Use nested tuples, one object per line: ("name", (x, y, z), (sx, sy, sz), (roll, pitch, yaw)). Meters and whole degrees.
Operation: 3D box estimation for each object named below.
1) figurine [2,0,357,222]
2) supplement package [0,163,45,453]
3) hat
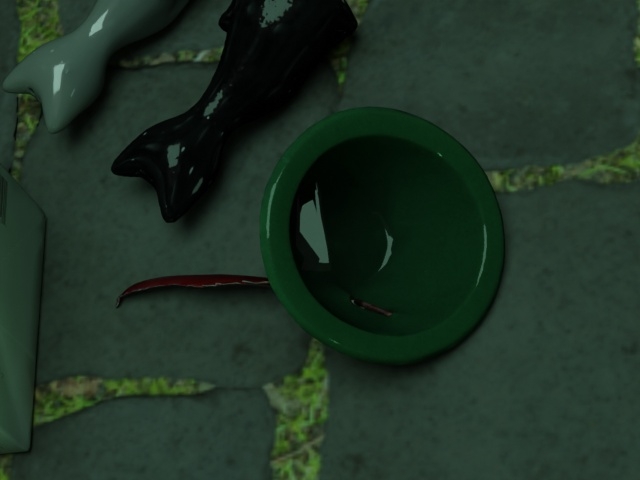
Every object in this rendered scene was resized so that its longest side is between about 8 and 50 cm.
("figurine", (-0.117, -0.143, 1.275), (0.215, 0.092, 0.209), (34, 82, 28))
("supplement package", (-0.358, 0.040, 1.186), (0.262, 0.199, 0.198), (-7, 63, 13))
("hat", (0.000, 0.000, 1.204), (0.208, 0.183, 0.173), (23, 76, -19))
